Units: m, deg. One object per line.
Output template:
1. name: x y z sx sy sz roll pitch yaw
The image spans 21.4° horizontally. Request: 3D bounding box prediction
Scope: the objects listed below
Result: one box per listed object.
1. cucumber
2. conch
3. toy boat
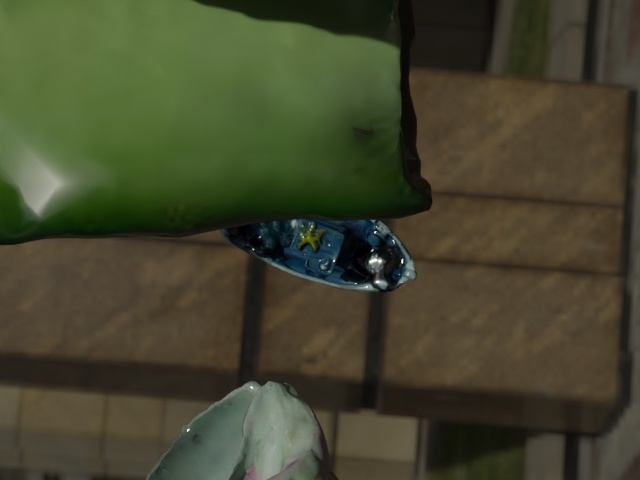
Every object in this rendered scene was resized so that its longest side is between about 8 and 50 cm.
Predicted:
1. cucumber: -0.032 -0.105 0.300 0.191 0.130 0.191 171 90 -78
2. conch: -0.081 0.302 1.345 0.368 0.249 0.197 -51 -56 -25
3. toy boat: 0.000 0.000 1.147 0.061 0.137 0.060 -94 25 -77
